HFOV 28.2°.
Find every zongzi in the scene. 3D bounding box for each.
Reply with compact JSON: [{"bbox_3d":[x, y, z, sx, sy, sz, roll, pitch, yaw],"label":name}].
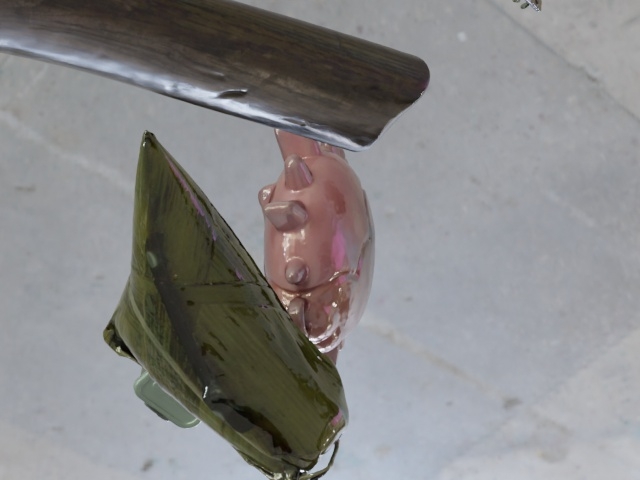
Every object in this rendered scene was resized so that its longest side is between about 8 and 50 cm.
[{"bbox_3d":[-0.051,0.050,0.847,0.094,0.205,0.204,-32,148,-35],"label":"zongzi"}]

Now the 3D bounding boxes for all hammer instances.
[{"bbox_3d":[-0.124,-0.110,0.610,0.409,0.095,0.242,10,131,-36],"label":"hammer"}]

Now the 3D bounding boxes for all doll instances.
[{"bbox_3d":[0.000,0.000,1.087,0.093,0.262,0.211,-5,129,11],"label":"doll"}]

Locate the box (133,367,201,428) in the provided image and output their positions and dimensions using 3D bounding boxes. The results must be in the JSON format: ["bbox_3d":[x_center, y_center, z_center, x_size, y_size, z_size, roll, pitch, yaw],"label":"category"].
[{"bbox_3d":[-0.124,0.120,1.281,0.122,0.069,0.084,-41,115,17],"label":"box"}]

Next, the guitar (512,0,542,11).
[{"bbox_3d":[0.194,-0.337,1.494,0.038,0.084,0.271,-9,158,30],"label":"guitar"}]
